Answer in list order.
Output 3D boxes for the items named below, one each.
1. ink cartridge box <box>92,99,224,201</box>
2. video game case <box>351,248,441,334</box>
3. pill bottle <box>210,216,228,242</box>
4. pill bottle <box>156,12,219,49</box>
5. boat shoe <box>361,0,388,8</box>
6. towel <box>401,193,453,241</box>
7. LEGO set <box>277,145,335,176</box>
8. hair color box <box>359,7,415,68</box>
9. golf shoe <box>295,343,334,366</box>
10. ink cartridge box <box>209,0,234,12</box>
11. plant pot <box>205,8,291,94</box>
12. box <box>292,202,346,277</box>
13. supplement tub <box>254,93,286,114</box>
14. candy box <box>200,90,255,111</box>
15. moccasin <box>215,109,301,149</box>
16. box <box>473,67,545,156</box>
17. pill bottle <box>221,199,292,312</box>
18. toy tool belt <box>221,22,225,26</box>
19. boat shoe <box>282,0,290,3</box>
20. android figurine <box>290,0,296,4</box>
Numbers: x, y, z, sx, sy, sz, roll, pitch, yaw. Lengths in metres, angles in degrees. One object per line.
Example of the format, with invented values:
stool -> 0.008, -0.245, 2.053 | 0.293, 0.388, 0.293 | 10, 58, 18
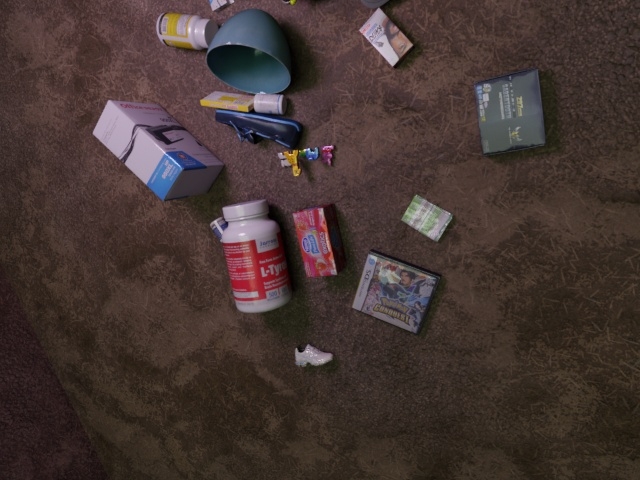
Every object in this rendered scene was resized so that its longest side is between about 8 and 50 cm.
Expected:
ink cartridge box -> -0.623, -0.355, 1.691 | 0.395, 0.285, 0.166 | 42, 112, 6
video game case -> 0.277, 0.193, 1.618 | 0.274, 0.035, 0.248 | 21, 109, 15
pill bottle -> -0.402, -0.033, 1.806 | 0.067, 0.067, 0.120 | -33, 90, 25
pill bottle -> -0.496, -0.784, 1.627 | 0.208, 0.119, 0.119 | 15, 108, 17
boat shoe -> 0.242, -0.876, 1.341 | 0.118, 0.103, 0.320 | 32, 119, -10
towel -> 0.373, -0.078, 1.520 | 0.152, 0.023, 0.113 | 32, 111, 11
LEGO set -> -0.061, -0.289, 1.601 | 0.227, 0.087, 0.093 | -3, 102, 23
hair color box -> 0.219, -0.661, 1.418 | 0.167, 0.053, 0.093 | 48, 113, 3
golf shoe -> -0.030, 0.471, 1.792 | 0.176, 0.069, 0.086 | -11, 93, 22
ink cartridge box -> -0.367, -0.889, 1.601 | 0.083, 0.028, 0.048 | -17, 97, 23
plant pot -> -0.230, -0.668, 1.491 | 0.290, 0.290, 0.196 | 5, 79, 20
box -> 0.000, 0.000, 1.628 | 0.128, 0.122, 0.257 | -8, 100, 23
supplement tub -> -0.184, -0.504, 1.596 | 0.107, 0.071, 0.071 | 7, 106, 11
candy box -> -0.339, -0.527, 1.639 | 0.205, 0.105, 0.027 | 13, 129, 18
moccasin -> -0.244, -0.413, 1.615 | 0.341, 0.137, 0.117 | 17, 113, 18
box -> 0.583, -0.392, 1.341 | 0.183, 0.059, 0.233 | -7, 100, 21
pill bottle -> -0.253, 0.055, 1.682 | 0.228, 0.229, 0.408 | -6, 101, 22
toy tool belt -> -0.336, -0.767, 1.614 | 0.083, 0.052, 0.051 | 47, 146, 8
boat shoe -> -0.138, -0.938, 1.478 | 0.081, 0.068, 0.228 | -5, 101, 21
android figurine -> -0.052, -0.915, 1.417 | 0.248, 0.056, 0.273 | 29, 98, -6
